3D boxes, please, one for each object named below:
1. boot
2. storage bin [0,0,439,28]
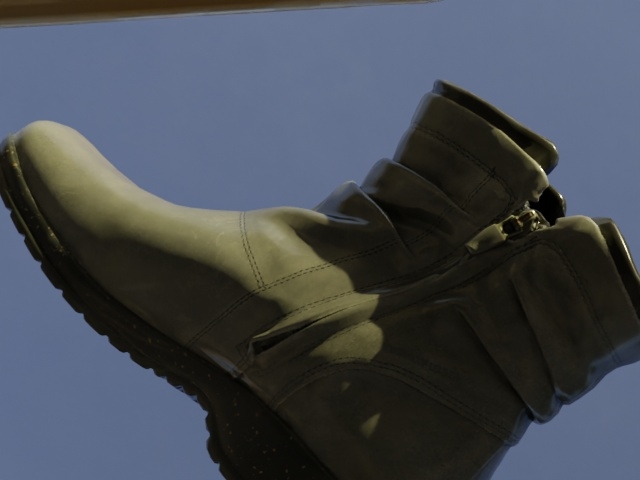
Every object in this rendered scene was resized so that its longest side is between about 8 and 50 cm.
[{"bbox_3d":[0.000,0.000,0.564,0.161,0.083,0.246,-46,-116,1],"label":"boot"},{"bbox_3d":[-0.082,-0.193,0.355,0.260,0.262,0.123,-2,-147,2],"label":"storage bin"}]
